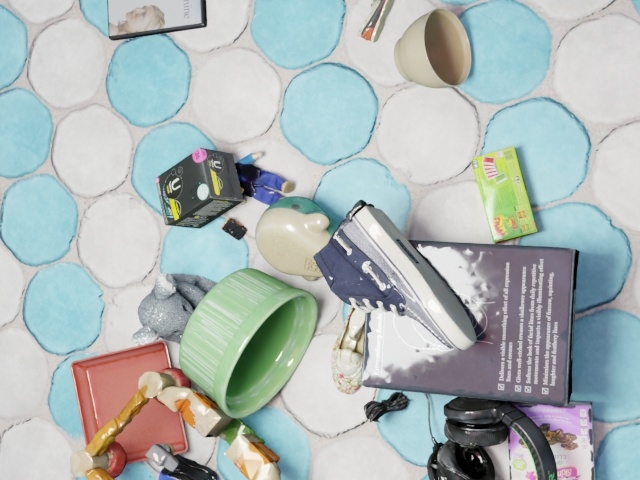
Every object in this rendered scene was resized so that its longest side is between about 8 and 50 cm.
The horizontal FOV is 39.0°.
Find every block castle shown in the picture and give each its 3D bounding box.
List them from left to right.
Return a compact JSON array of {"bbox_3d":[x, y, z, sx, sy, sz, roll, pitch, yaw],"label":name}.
[{"bbox_3d":[-0.259,0.498,1.877,0.453,0.213,0.303,39,87,14],"label":"block castle"}]

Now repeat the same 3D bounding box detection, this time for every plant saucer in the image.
[{"bbox_3d":[-0.437,0.381,2.101,0.258,0.048,0.259,-15,85,16],"label":"plant saucer"}]

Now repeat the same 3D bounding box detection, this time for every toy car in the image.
[{"bbox_3d":[-0.184,-0.064,2.036,0.122,0.060,0.040,-67,29,13],"label":"toy car"}]

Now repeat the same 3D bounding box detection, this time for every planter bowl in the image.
[{"bbox_3d":[0.222,-0.386,1.873,0.109,0.162,0.162,-9,85,44],"label":"planter bowl"}]

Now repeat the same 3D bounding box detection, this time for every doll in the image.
[{"bbox_3d":[-0.151,-0.137,2.027,0.189,0.046,0.129,22,104,23],"label":"doll"}]

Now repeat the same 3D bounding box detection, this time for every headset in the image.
[{"bbox_3d":[0.272,0.410,1.784,0.394,0.185,0.243,31,117,41],"label":"headset"}]

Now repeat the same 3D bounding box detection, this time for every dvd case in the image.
[{"bbox_3d":[-0.388,-0.575,2.129,0.253,0.022,0.180,-4,87,17],"label":"dvd case"}]

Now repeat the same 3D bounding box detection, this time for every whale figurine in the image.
[{"bbox_3d":[0.000,0.000,1.927,0.272,0.216,0.141,20,51,9],"label":"whale figurine"}]

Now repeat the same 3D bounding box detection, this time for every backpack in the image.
[{"bbox_3d":[-0.294,0.548,2.027,0.120,0.098,0.101,16,114,9],"label":"backpack"}]

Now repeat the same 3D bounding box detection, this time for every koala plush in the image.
[{"bbox_3d":[-0.327,0.158,1.981,0.203,0.221,0.196,26,96,17],"label":"koala plush"}]

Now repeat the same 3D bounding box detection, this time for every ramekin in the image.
[{"bbox_3d":[-0.155,0.205,1.892,0.148,0.303,0.303,31,97,24],"label":"ramekin"}]

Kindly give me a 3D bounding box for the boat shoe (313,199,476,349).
[{"bbox_3d":[0.132,0.098,1.681,0.158,0.127,0.340,-44,68,18],"label":"boat shoe"}]

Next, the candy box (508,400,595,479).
[{"bbox_3d":[0.460,0.420,1.802,0.165,0.070,0.196,-3,87,18],"label":"candy box"}]

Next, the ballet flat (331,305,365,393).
[{"bbox_3d":[0.069,0.213,1.930,0.091,0.077,0.241,14,93,17],"label":"ballet flat"}]

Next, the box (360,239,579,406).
[{"bbox_3d":[0.299,0.152,1.789,0.395,0.212,0.293,3,89,17],"label":"box"}]

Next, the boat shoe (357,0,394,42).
[{"bbox_3d":[0.124,-0.497,1.953,0.043,0.049,0.137,27,101,19],"label":"boat shoe"}]

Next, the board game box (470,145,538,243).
[{"bbox_3d":[0.378,-0.092,1.860,0.092,0.043,0.181,-16,83,17],"label":"board game box"}]

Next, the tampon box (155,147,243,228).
[{"bbox_3d":[-0.268,-0.113,2.000,0.161,0.101,0.120,-29,68,37],"label":"tampon box"}]
